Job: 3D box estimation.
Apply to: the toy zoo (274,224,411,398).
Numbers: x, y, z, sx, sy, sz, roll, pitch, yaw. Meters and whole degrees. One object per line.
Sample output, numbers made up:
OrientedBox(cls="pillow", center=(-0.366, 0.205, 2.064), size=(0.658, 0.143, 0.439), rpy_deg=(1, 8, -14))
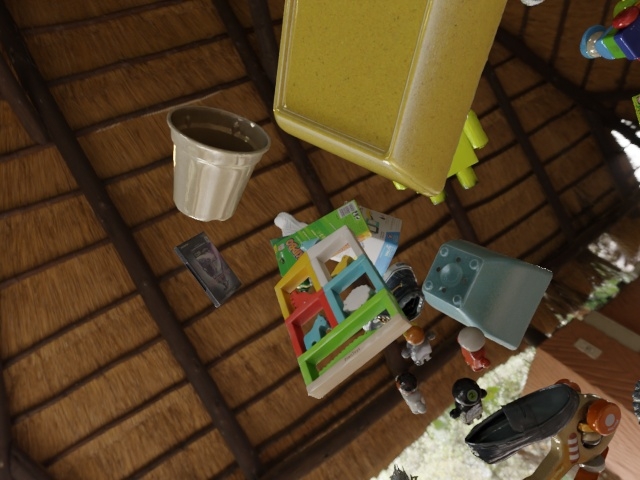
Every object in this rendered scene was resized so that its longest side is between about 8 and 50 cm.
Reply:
OrientedBox(cls="toy zoo", center=(0.015, 0.096, 0.731), size=(0.192, 0.293, 0.030), rpy_deg=(-42, -51, 12))

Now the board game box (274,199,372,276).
OrientedBox(cls="board game box", center=(0.000, 0.000, 1.105), size=(0.259, 0.124, 0.039), rpy_deg=(-27, -43, 8))

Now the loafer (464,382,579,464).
OrientedBox(cls="loafer", center=(0.371, 0.336, 0.771), size=(0.223, 0.076, 0.078), rpy_deg=(-42, -67, 16))

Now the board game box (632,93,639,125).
OrientedBox(cls="board game box", center=(0.780, -0.246, 0.964), size=(0.092, 0.043, 0.181), rpy_deg=(10, -110, -42))

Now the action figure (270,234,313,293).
OrientedBox(cls="action figure", center=(-0.071, 0.090, 1.373), size=(0.137, 0.063, 0.232), rpy_deg=(-9, -61, 10))

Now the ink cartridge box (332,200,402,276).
OrientedBox(cls="ink cartridge box", center=(0.191, -0.009, 1.831), size=(0.198, 0.270, 0.197), rpy_deg=(-70, -3, -49))

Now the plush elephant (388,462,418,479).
OrientedBox(cls="plush elephant", center=(0.242, 0.564, 0.722), size=(0.330, 0.255, 0.271), rpy_deg=(-43, -26, -78))

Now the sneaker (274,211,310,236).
OrientedBox(cls="sneaker", center=(-0.128, -0.038, 1.877), size=(0.129, 0.297, 0.111), rpy_deg=(-55, -48, -7))

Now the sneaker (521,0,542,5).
OrientedBox(cls="sneaker", center=(0.313, -0.412, 0.586), size=(0.052, 0.058, 0.135), rpy_deg=(-21, -68, 1))

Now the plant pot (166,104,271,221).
OrientedBox(cls="plant pot", center=(-0.369, -0.247, 1.422), size=(0.334, 0.334, 0.305), rpy_deg=(-6, -47, -37))

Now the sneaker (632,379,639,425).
OrientedBox(cls="sneaker", center=(0.736, 0.384, 0.851), size=(0.122, 0.110, 0.283), rpy_deg=(-8, -90, -28))

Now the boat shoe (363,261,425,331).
OrientedBox(cls="boat shoe", center=(0.128, 0.132, 0.766), size=(0.065, 0.083, 0.183), rpy_deg=(3, -50, -20))

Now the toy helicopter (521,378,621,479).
OrientedBox(cls="toy helicopter", center=(0.633, 0.555, 1.065), size=(0.355, 0.140, 0.235), rpy_deg=(-44, -71, -8))

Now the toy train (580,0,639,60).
OrientedBox(cls="toy train", center=(0.637, -0.459, 0.798), size=(0.105, 0.143, 0.248), rpy_deg=(40, -82, -16))

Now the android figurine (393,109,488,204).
OrientedBox(cls="android figurine", center=(0.278, -0.233, 1.038), size=(0.248, 0.056, 0.272), rpy_deg=(-26, -78, 21))

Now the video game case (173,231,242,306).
OrientedBox(cls="video game case", center=(-0.437, 0.108, 1.641), size=(0.026, 0.274, 0.196), rpy_deg=(-33, 7, 23))

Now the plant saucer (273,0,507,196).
OrientedBox(cls="plant saucer", center=(0.052, -0.260, 0.575), size=(0.081, 0.333, 0.332), rpy_deg=(-23, -46, -43))

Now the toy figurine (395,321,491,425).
OrientedBox(cls="toy figurine", center=(0.285, 0.305, 0.980), size=(0.213, 0.210, 0.148), rpy_deg=(-66, -35, -36))

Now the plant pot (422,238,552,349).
OrientedBox(cls="plant pot", center=(0.439, 0.129, 1.176), size=(0.252, 0.247, 0.247), rpy_deg=(21, -85, -36))
